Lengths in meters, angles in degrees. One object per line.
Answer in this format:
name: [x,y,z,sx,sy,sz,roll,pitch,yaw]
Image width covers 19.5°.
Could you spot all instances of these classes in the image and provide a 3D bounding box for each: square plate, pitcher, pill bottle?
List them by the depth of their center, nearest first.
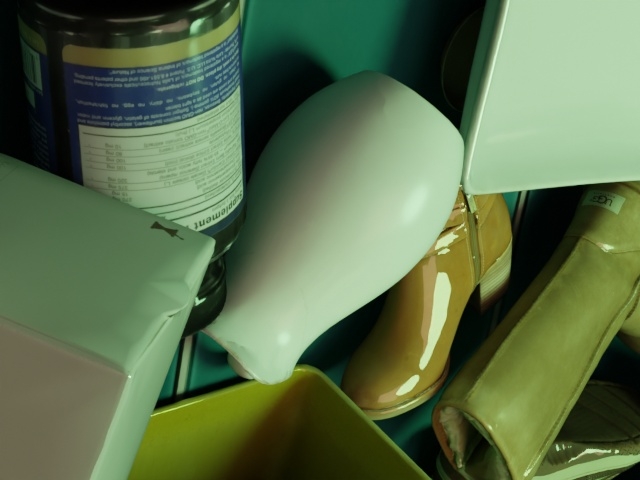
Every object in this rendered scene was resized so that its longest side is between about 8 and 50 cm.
pill bottle: [-0.104,-0.055,1.058,0.123,0.123,0.219,-27,132,-34]
pitcher: [0.000,0.000,1.224,0.207,0.125,0.178,-53,173,-8]
square plate: [0.230,-0.211,1.359,0.344,0.049,0.347,-5,111,-46]

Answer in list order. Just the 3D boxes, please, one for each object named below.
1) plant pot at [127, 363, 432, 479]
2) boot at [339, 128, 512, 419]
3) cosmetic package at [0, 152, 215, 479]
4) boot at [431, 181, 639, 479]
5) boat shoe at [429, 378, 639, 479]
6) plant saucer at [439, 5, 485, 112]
plant pot: [-0.043,0.240,1.260,0.212,0.212,0.187,-14,135,-42]
boot: [0.067,0.022,1.338,0.197,0.073,0.152,-48,143,-33]
cosmetic package: [-0.196,0.158,0.980,0.197,0.155,0.365,-62,173,-71]
boot: [0.197,0.099,1.471,0.269,0.089,0.236,-55,137,-27]
boat shoe: [0.185,0.186,1.567,0.257,0.095,0.095,-7,133,-38]
plant saucer: [0.112,-0.133,1.329,0.083,0.015,0.083,-26,131,-34]
